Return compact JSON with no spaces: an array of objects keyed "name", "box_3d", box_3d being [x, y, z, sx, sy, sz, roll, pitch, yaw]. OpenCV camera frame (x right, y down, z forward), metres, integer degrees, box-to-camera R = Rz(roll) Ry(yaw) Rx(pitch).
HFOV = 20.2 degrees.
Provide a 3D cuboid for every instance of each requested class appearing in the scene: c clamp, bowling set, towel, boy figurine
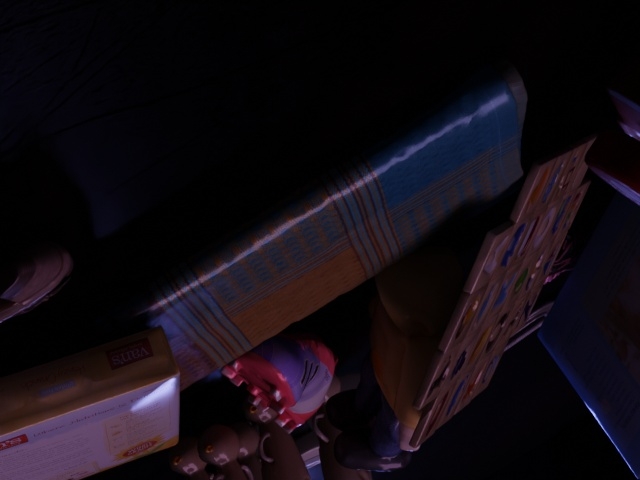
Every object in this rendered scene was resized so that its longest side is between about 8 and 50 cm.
[{"name":"c clamp","box_3d":[0.271,0.124,2.412,0.161,0.022,0.137,-34,165,-2]},{"name":"bowling set","box_3d":[-0.095,0.239,1.842,0.200,0.154,0.287,-20,174,26]},{"name":"towel","box_3d":[0.000,0.000,1.432,0.370,0.040,0.271,-31,164,-4]},{"name":"boy figurine","box_3d":[0.074,0.113,1.712,0.092,0.177,0.285,-2,143,-11]}]

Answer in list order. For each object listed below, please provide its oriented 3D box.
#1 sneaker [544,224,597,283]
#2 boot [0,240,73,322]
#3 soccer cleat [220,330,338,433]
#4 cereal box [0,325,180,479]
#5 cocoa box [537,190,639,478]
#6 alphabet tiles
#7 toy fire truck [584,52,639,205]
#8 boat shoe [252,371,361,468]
[{"name":"sneaker","box_3d":[0.282,0.007,2.041,0.119,0.047,0.057,-27,152,-29]},{"name":"boot","box_3d":[-0.207,0.040,1.117,0.118,0.042,0.087,-29,174,10]},{"name":"soccer cleat","box_3d":[-0.031,0.114,1.665,0.095,0.083,0.248,-53,166,-10]},{"name":"cereal box","box_3d":[-0.195,0.141,1.379,0.173,0.047,0.240,-18,163,-11]},{"name":"cocoa box","box_3d":[0.438,0.059,1.994,0.228,0.231,0.347,-13,145,-30]},{"name":"alphabet tiles","box_3d":[0.174,0.041,1.663,0.342,0.011,0.285,-25,140,-66]},{"name":"toy fire truck","box_3d":[0.383,-0.061,1.567,0.169,0.302,0.254,-57,160,2]},{"name":"boat shoe","box_3d":[-0.018,0.213,2.001,0.227,0.079,0.081,-23,171,-20]}]
